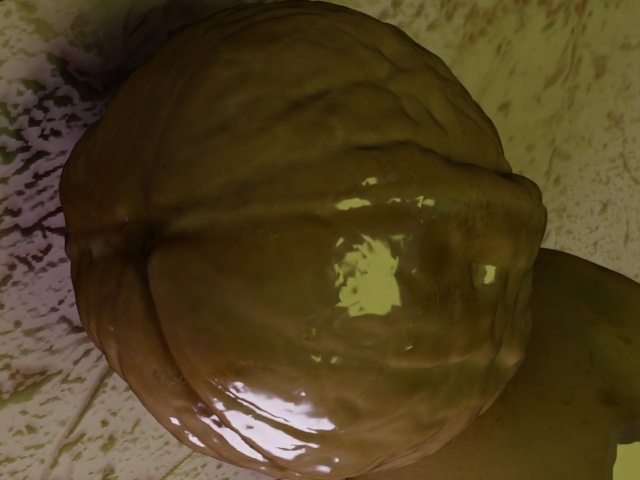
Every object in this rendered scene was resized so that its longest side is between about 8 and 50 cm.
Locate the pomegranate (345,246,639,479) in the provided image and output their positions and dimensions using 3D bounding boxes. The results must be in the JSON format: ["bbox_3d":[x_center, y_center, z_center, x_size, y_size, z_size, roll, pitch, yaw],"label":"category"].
[{"bbox_3d":[0.140,0.156,1.231,0.319,0.319,0.319,-28,132,-37],"label":"pomegranate"}]

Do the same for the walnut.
[{"bbox_3d":[-0.002,0.000,0.983,0.252,0.277,0.313,-43,158,29],"label":"walnut"}]
